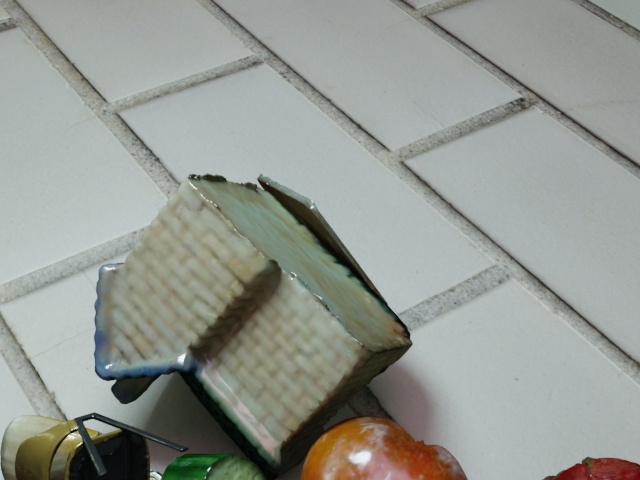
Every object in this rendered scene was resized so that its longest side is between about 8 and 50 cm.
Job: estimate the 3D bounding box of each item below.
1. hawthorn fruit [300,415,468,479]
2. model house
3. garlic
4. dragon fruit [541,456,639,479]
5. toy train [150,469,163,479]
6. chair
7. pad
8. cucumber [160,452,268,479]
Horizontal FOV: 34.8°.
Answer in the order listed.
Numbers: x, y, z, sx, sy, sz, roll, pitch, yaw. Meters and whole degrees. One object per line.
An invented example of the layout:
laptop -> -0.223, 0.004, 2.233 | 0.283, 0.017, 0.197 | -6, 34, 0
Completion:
hawthorn fruit -> 0.099, 0.413, 1.609 | 0.284, 0.284, 0.284 | 2, 42, -2
model house -> -0.138, 0.172, 1.798 | 0.445, 0.400, 0.395 | 43, 10, 13
garlic -> -0.446, 0.349, 1.683 | 0.164, 0.146, 0.245 | -11, 3, -33
dragon fruit -> 0.448, 0.457, 1.601 | 0.244, 0.245, 0.299 | -20, 24, -25
toy train -> -0.334, 0.441, 1.682 | 0.193, 0.081, 0.125 | 9, 51, 6
chair -> -0.326, 0.357, 1.513 | 0.172, 0.159, 0.246 | -7, 15, -36
pad -> 0.000, 0.000, 2.015 | 0.018, 0.287, 0.284 | -41, 28, -10
cucumber -> -0.166, 0.423, 1.615 | 0.130, 0.191, 0.191 | -6, 37, 23
